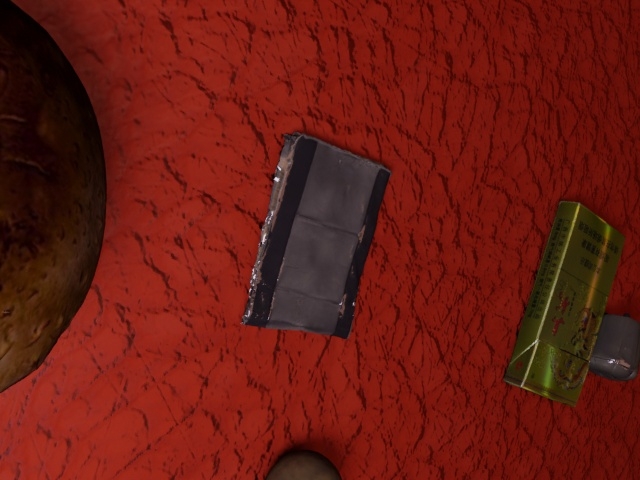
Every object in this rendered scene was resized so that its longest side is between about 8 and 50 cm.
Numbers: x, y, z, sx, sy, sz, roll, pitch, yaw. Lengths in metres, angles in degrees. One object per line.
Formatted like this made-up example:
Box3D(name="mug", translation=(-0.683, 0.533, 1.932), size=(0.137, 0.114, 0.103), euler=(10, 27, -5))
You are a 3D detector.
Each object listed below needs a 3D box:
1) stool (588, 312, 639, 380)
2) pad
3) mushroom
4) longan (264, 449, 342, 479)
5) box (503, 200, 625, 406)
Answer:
Box3D(name="stool", translation=(0.514, 0.186, 1.307), size=(0.096, 0.096, 0.110), euler=(32, 72, -37))
Box3D(name="pad", translation=(0.000, 0.000, 0.914), size=(0.174, 0.022, 0.233), euler=(13, 90, -40))
Box3D(name="mushroom", translation=(-0.288, -0.032, 0.527), size=(0.345, 0.239, 0.345), euler=(-2, 93, -40))
Box3D(name="longan", translation=(-0.023, 0.306, 0.899), size=(0.106, 0.106, 0.119), euler=(-34, 155, -30))
Box3D(name="box", translation=(0.411, 0.108, 1.243), size=(0.173, 0.043, 0.311), euler=(25, 81, -39))
